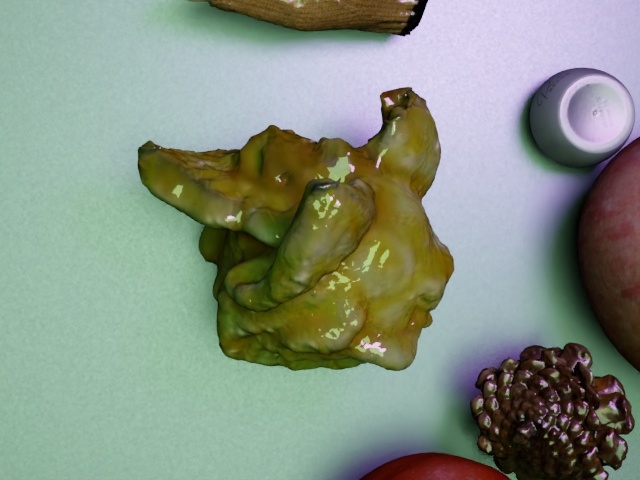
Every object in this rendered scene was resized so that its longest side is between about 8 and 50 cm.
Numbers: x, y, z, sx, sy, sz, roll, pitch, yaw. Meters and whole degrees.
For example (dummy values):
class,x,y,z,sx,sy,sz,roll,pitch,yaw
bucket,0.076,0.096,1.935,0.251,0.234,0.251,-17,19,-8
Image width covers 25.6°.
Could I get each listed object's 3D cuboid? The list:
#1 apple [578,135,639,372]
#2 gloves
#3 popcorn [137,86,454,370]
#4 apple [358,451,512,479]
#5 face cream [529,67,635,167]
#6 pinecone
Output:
class,x,y,z,sx,sy,sz,roll,pitch,yaw
apple,0.457,0.025,1.575,0.345,0.269,0.344,0,90,-8
gloves,-0.031,-0.332,1.556,0.357,0.155,0.203,16,97,-23
popcorn,-0.009,0.007,1.483,0.321,0.326,0.290,-12,92,-14
apple,0.135,0.359,1.549,0.260,0.260,0.216,44,65,-7
face cream,0.304,-0.143,1.632,0.117,0.104,0.117,0,90,-6
pinecone,0.268,0.204,1.602,0.179,0.195,0.150,4,55,28
